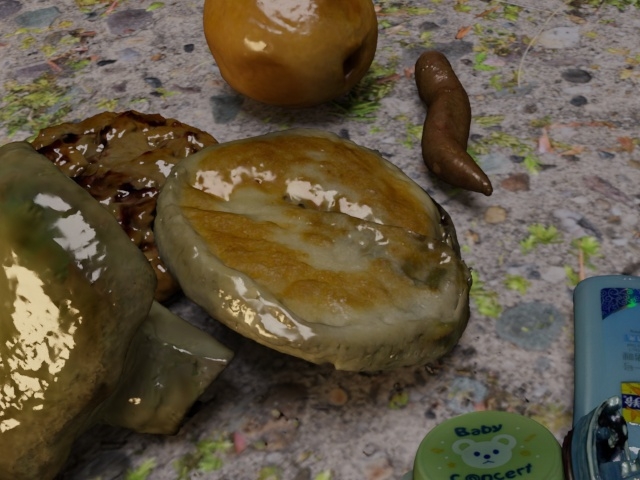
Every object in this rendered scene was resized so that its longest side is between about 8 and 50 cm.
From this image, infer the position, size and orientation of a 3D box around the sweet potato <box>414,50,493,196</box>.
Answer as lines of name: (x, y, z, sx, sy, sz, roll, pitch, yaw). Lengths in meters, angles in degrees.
sweet potato: (0.152, -0.134, 0.932, 0.067, 0.059, 0.281, 8, 44, -5)

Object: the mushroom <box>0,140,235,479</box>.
mushroom: (-0.241, 0.070, 0.629, 0.292, 0.212, 0.217, 44, 70, 8)

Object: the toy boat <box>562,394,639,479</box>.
toy boat: (0.206, 0.168, 0.529, 0.061, 0.060, 0.137, -35, 29, 30)

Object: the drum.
drum: (0.144, 0.203, 0.524, 0.130, 0.049, 0.253, -14, 23, -8)

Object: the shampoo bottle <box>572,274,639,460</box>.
shampoo bottle: (0.259, 0.138, 0.635, 0.103, 0.061, 0.258, 6, 45, 13)

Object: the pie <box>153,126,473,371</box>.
pie: (0.000, 0.000, 0.739, 0.339, 0.077, 0.339, 12, 37, -9)

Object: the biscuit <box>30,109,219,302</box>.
biscuit: (-0.234, -0.052, 0.862, 0.289, 0.081, 0.334, -17, 44, -15)

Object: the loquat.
loquat: (-0.037, -0.279, 1.004, 0.238, 0.193, 0.238, -6, 47, 6)
